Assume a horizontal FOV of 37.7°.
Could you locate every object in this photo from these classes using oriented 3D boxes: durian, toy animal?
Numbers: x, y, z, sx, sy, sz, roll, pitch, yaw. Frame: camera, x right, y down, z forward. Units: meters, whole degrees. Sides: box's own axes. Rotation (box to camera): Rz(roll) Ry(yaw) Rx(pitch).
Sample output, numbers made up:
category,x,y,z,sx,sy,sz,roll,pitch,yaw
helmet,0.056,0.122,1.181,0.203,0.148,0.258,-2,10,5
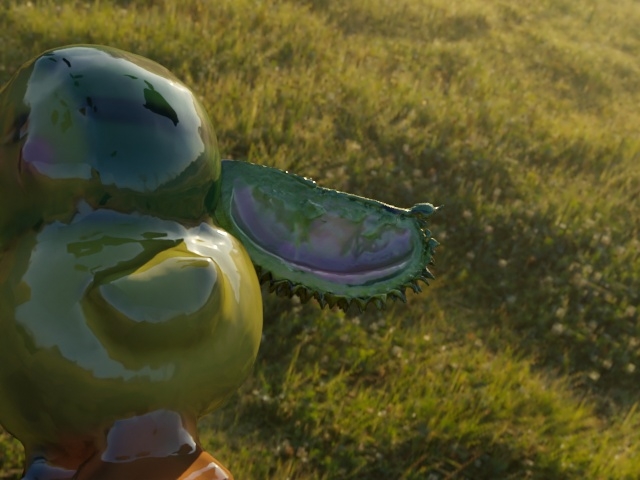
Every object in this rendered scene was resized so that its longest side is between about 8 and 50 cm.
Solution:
category,x,y,z,sx,sy,sz,roll,pitch,yaw
durian,-0.002,0.007,0.837,0.221,0.095,0.137,10,64,-6
toy animal,-0.140,0.033,0.649,0.191,0.216,0.338,7,67,-48
